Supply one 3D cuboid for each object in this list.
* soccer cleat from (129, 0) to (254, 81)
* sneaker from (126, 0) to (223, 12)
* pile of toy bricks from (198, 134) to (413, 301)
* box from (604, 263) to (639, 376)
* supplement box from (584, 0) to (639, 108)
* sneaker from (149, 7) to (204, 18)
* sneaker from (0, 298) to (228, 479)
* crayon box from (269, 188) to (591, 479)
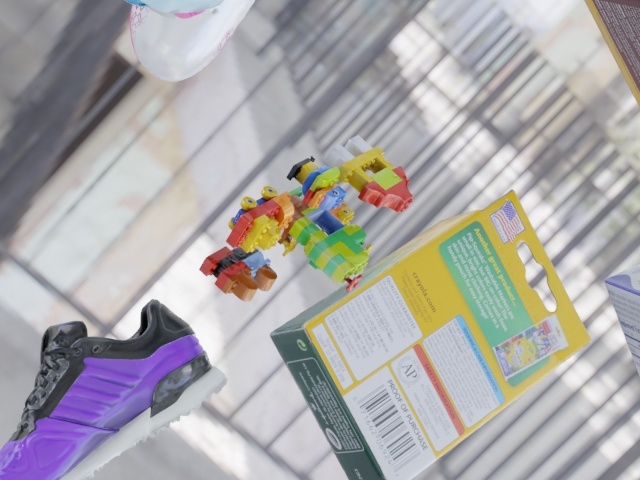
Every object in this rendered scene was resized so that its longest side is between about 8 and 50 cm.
[{"bbox_3d":[-0.081,-0.311,1.772,0.116,0.331,0.143,33,-15,-24],"label":"soccer cleat"},{"bbox_3d":[-0.072,-0.201,1.103,0.127,0.208,0.319,47,23,-9],"label":"sneaker"},{"bbox_3d":[0.000,0.000,1.555,0.105,0.118,0.212,42,36,13],"label":"pile of toy bricks"},{"bbox_3d":[0.255,0.081,1.189,0.126,0.072,0.137,-127,-164,-86],"label":"box"},{"bbox_3d":[0.415,-0.228,1.939,0.191,0.129,0.194,58,-13,-25],"label":"supplement box"},{"bbox_3d":[-0.124,-0.270,1.357,0.111,0.103,0.252,70,2,-67],"label":"sneaker"},{"bbox_3d":[-0.250,0.158,1.764,0.146,0.293,0.102,60,-16,-7],"label":"sneaker"},{"bbox_3d":[0.125,0.108,1.954,0.083,0.323,0.203,-17,-77,59],"label":"crayon box"}]
